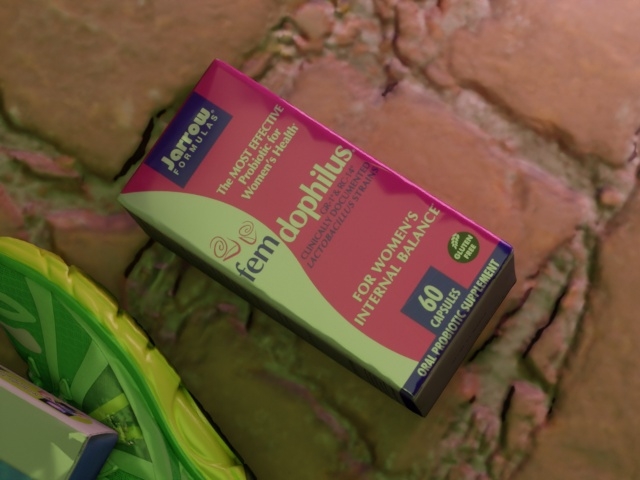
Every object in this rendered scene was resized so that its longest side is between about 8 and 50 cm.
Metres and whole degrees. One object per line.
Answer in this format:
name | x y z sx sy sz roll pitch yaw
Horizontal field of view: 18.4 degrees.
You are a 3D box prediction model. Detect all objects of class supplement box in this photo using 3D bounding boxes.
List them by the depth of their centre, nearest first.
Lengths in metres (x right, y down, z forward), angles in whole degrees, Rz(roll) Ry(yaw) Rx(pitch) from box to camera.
supplement box | 0.000 0.000 1.220 0.220 0.114 0.111 33 84 11

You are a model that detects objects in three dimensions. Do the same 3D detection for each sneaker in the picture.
sneaker | -0.134 0.120 1.209 0.123 0.109 0.295 -37 79 -7

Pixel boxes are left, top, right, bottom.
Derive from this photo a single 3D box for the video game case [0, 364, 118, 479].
video game case | -0.290 0.172 1.164 0.244 0.061 0.269 28 91 13
